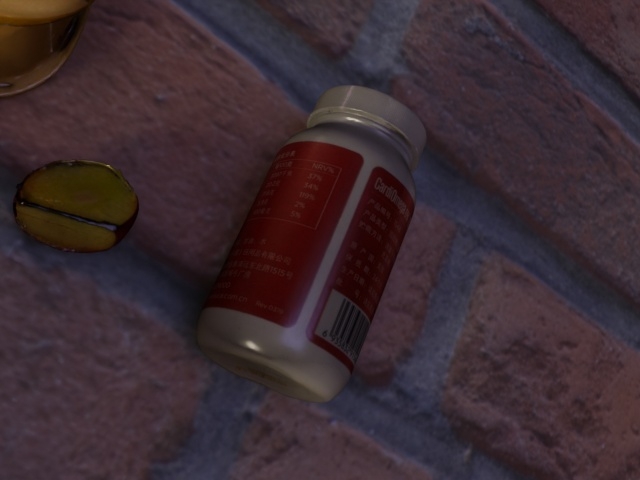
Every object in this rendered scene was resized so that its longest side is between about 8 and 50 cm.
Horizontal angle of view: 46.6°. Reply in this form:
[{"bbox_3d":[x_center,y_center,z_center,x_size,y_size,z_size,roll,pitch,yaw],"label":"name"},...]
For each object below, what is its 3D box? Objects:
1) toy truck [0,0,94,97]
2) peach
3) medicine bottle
[{"bbox_3d":[-0.222,-0.257,0.495,0.204,0.211,0.288,10,80,-29],"label":"toy truck"},{"bbox_3d":[-0.187,-0.021,0.566,0.083,0.050,0.077,-23,70,-40],"label":"peach"},{"bbox_3d":[0.000,0.000,0.627,0.131,0.131,0.250,32,66,-22],"label":"medicine bottle"}]
